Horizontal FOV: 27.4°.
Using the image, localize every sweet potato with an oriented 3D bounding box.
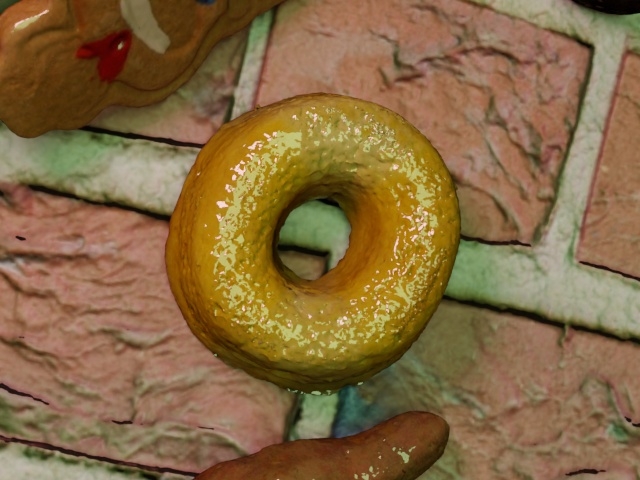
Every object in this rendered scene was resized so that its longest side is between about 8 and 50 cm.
[{"bbox_3d":[-0.050,0.228,1.145,0.354,0.095,0.106,-12,134,-20],"label":"sweet potato"}]

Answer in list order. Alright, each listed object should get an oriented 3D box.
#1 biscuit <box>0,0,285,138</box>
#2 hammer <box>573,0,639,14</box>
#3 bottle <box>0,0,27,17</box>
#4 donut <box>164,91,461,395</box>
[{"bbox_3d":[-0.140,-0.207,1.110,0.334,0.202,0.047,-38,54,-10],"label":"biscuit"},{"bbox_3d":[0.146,-0.373,1.220,0.408,0.095,0.242,14,85,-2],"label":"hammer"},{"bbox_3d":[-0.294,-0.244,1.099,0.347,0.168,0.168,-33,92,-14],"label":"bottle"},{"bbox_3d":[0.001,-0.003,1.154,0.277,0.108,0.278,1,86,-9],"label":"donut"}]
